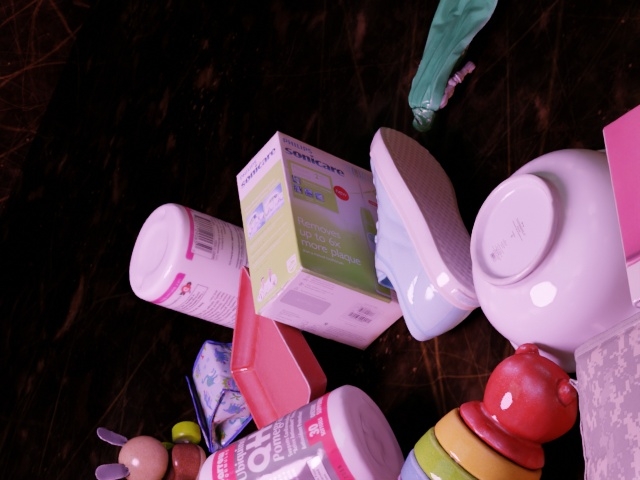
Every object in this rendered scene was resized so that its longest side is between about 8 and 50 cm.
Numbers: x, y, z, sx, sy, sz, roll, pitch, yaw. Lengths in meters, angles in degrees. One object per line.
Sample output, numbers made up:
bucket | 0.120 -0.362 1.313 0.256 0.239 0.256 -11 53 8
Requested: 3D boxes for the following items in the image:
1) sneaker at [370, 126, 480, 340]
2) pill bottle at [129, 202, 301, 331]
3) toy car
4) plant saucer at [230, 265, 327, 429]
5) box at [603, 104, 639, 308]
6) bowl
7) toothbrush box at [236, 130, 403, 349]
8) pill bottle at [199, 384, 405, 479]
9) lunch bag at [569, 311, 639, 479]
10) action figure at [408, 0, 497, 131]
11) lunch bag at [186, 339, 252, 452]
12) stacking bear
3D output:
sneaker | 0.118 -0.013 1.804 0.150 0.135 0.366 -47 37 27
pill bottle | -0.149 0.056 2.027 0.160 0.283 0.160 -34 46 43
toy car | -0.305 0.391 2.161 0.149 0.188 0.155 -45 39 34
plant saucer | -0.063 0.206 1.911 0.259 0.048 0.258 99 149 -44
box | 0.411 -0.033 1.350 0.127 0.149 0.232 -35 46 42
bowl | 0.281 0.004 1.545 0.298 0.134 0.298 -34 45 43
toothbrush box | 0.000 0.000 1.906 0.122 0.206 0.283 -46 37 32
pill bottle | -0.054 0.342 1.723 0.318 0.176 0.176 -30 44 16
lunch bag | 0.383 0.184 1.249 0.287 0.169 0.235 -28 50 41
action figure | 0.191 -0.273 1.911 0.137 0.063 0.232 19 85 57
lunch bag | -0.172 0.265 2.132 0.151 0.096 0.129 -66 31 33
stacking bear | 0.201 0.263 1.504 0.289 0.164 0.175 -57 34 11
